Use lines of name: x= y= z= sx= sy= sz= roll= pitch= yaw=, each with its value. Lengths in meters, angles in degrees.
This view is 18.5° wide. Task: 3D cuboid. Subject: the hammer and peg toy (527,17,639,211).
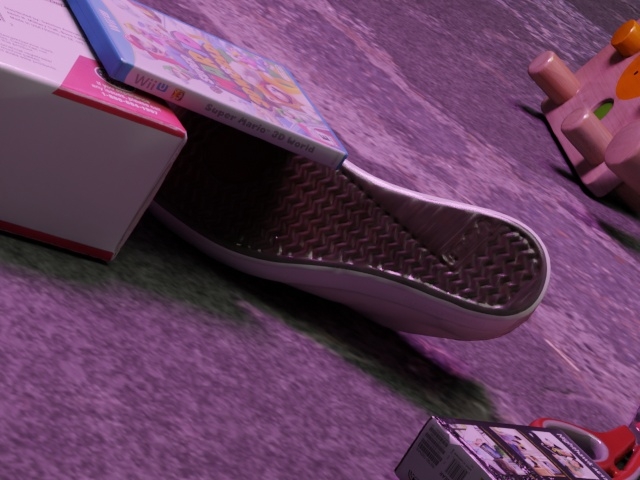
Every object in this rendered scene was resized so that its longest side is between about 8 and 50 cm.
hammer and peg toy: x=0.361 y=-0.155 z=1.979 sx=0.127 sy=0.266 sz=0.361 roll=45 pitch=12 yaw=-20

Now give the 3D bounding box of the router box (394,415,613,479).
router box: x=0.143 y=0.172 z=1.091 sx=0.133 sy=0.046 sz=0.179 roll=11 pitch=27 yaw=-49

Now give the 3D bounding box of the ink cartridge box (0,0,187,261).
ink cartridge box: x=-0.208 y=-0.108 z=1.167 sx=0.172 sy=0.100 sz=0.237 roll=18 pitch=23 yaw=-37

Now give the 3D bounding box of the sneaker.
sneaker: x=0.000 y=0.000 z=1.285 sx=0.290 sy=0.106 sz=0.123 roll=24 pitch=-18 yaw=3

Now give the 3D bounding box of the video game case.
video game case: x=-0.070 y=-0.103 z=1.194 sx=0.166 sy=0.015 sz=0.119 roll=21 pitch=22 yaw=-33

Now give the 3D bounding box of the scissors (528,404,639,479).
scissors: x=0.225 y=0.145 z=1.349 sx=0.109 sy=0.021 sz=0.297 roll=36 pitch=17 yaw=21
